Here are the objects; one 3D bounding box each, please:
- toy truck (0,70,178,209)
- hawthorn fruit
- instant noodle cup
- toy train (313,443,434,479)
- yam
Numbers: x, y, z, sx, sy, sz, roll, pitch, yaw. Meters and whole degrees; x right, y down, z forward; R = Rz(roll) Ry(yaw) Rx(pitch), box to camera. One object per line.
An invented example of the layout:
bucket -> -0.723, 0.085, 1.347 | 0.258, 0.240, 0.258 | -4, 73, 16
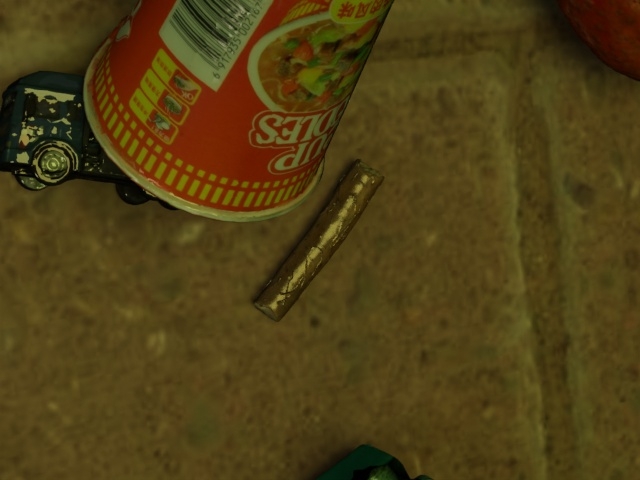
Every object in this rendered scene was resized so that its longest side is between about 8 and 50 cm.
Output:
toy truck -> -0.132, -0.072, 0.996 | 0.201, 0.074, 0.088 | 7, 87, -23
hawthorn fruit -> 0.273, -0.224, 1.101 | 0.189, 0.189, 0.189 | -2, 95, -22
instant noodle cup -> -0.040, -0.150, 0.908 | 0.193, 0.212, 0.193 | 16, 47, -18
toy train -> 0.060, 0.252, 1.058 | 0.107, 0.154, 0.198 | -34, 107, -20
yam -> 0.000, 0.000, 1.080 | 0.032, 0.032, 0.145 | 40, 81, -20
